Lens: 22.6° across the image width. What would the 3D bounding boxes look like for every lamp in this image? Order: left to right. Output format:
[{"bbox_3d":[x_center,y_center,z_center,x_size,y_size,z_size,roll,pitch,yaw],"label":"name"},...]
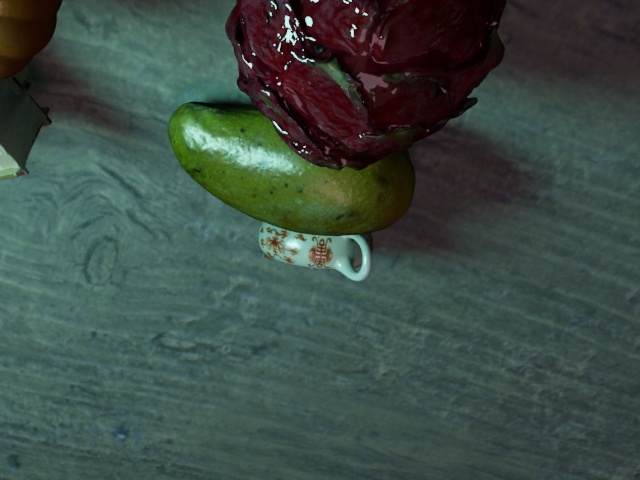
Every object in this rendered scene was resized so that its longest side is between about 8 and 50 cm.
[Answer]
[{"bbox_3d":[-0.397,-0.285,1.798,0.223,0.196,0.223,4,105,16],"label":"lamp"}]

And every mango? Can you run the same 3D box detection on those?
[{"bbox_3d":[-0.039,-0.095,2.113,0.330,0.175,0.176,3,108,4],"label":"mango"}]

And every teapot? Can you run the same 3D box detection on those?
[{"bbox_3d":[0.000,0.000,2.230,0.159,0.245,0.116,16,96,-29],"label":"teapot"}]

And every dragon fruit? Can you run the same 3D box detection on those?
[{"bbox_3d":[0.046,-0.242,1.810,0.329,0.329,0.329,2,141,2],"label":"dragon fruit"}]

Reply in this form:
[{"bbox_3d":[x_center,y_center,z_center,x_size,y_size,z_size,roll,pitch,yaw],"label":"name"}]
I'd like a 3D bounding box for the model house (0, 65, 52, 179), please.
[{"bbox_3d":[-0.526,-0.214,2.015,0.244,0.169,0.326,-11,138,28],"label":"model house"}]
